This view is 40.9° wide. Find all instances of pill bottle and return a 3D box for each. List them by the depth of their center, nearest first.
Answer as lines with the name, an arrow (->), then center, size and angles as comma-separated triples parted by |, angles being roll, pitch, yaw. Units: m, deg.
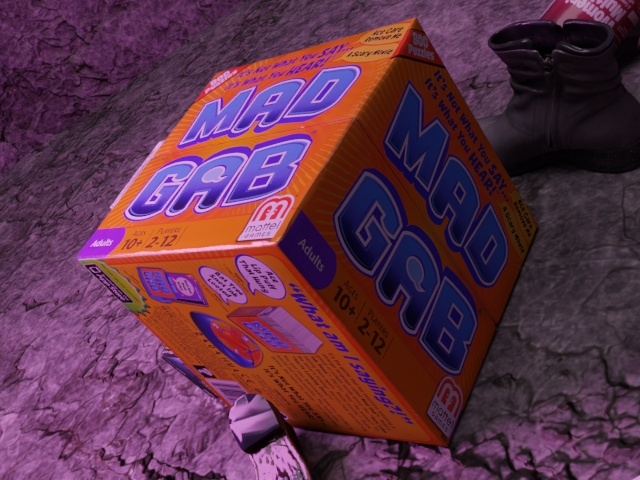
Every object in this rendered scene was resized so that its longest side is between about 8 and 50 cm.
pill bottle -> 0.398, -0.323, 1.303 | 0.221, 0.121, 0.121 | -51, 29, 12

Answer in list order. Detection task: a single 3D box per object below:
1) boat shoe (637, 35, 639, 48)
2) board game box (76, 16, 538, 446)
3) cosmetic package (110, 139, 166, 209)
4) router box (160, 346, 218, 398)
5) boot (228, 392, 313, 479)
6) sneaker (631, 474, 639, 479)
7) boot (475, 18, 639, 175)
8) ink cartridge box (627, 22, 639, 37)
boat shoe -> 0.536, -0.243, 1.126 | 0.123, 0.123, 0.342 | -62, 30, 19
board game box -> 0.000, 0.000, 1.098 | 0.356, 0.356, 0.356 | -4, 45, 43
cosmetic package -> -0.158, -0.006, 1.325 | 0.129, 0.296, 0.153 | -2, 46, 43
router box -> -0.159, 0.187, 1.244 | 0.092, 0.122, 0.038 | -2, 51, 44
boot -> -0.035, 0.293, 1.041 | 0.082, 0.106, 0.219 | -28, 61, 10
sneaker -> 0.254, 0.297, 0.708 | 0.256, 0.094, 0.151 | -35, 34, 7
boot -> 0.286, -0.207, 1.204 | 0.338, 0.222, 0.118 | 0, 48, 46
ink cartridge box -> 0.496, -0.387, 1.399 | 0.179, 0.045, 0.145 | 3, 50, 44
